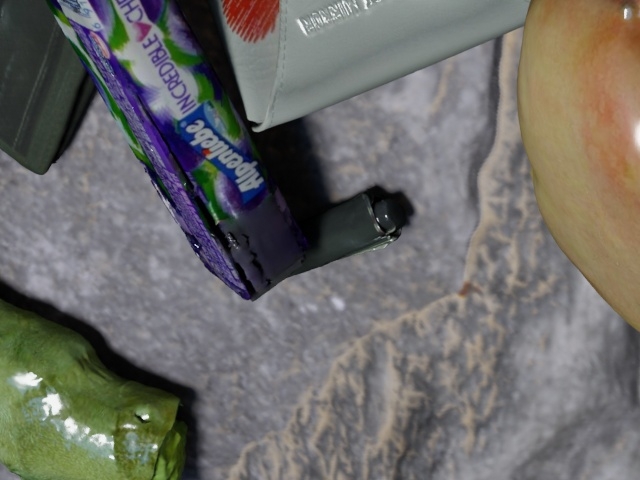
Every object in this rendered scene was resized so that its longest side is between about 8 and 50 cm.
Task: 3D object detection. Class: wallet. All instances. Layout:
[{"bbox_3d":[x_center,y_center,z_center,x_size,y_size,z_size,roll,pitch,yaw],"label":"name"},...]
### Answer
[{"bbox_3d":[-0.203,-0.159,1.265,0.168,0.052,0.245,38,136,5],"label":"wallet"}]

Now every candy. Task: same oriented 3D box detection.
[{"bbox_3d":[-0.099,-0.099,1.170,0.088,0.061,0.312,37,160,49],"label":"candy"}]

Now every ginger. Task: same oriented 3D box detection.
[{"bbox_3d":[-0.224,0.112,1.446,0.290,0.089,0.137,31,141,5],"label":"ginger"}]

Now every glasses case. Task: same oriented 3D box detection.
[{"bbox_3d":[0.039,-0.156,1.095,0.308,0.083,0.128,-20,111,39],"label":"glasses case"}]

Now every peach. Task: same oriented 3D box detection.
[{"bbox_3d":[0.231,-0.063,0.926,0.292,0.292,0.247,-18,77,38],"label":"peach"}]

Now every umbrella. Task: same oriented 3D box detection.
[{"bbox_3d":[-0.001,-0.002,1.268,0.133,0.031,0.036,-20,112,38],"label":"umbrella"}]
